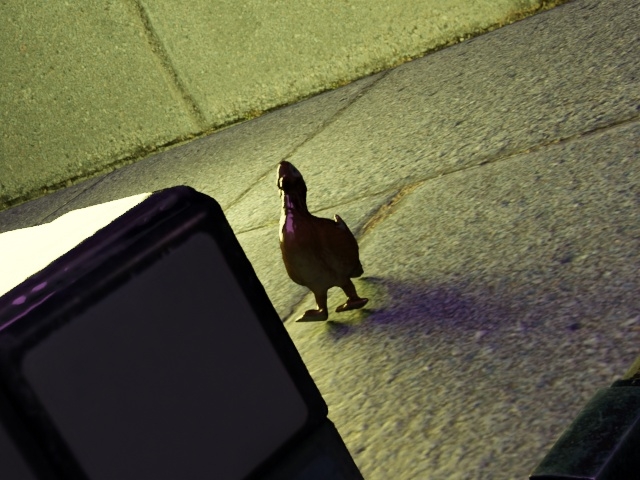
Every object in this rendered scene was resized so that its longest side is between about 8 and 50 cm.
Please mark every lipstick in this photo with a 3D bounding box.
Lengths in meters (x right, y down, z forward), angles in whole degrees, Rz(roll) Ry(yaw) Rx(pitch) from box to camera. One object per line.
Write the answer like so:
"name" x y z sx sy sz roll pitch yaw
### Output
"lipstick" 0.245 0.093 0.780 0.051 0.051 0.312 -12 18 45

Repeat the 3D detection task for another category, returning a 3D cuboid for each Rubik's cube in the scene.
"Rubik's cube" -0.180 0.184 0.668 0.316 0.318 0.313 -35 16 -33

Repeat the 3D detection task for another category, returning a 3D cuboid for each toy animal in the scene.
"toy animal" 0.000 0.000 1.273 0.089 0.179 0.188 -19 -10 18
